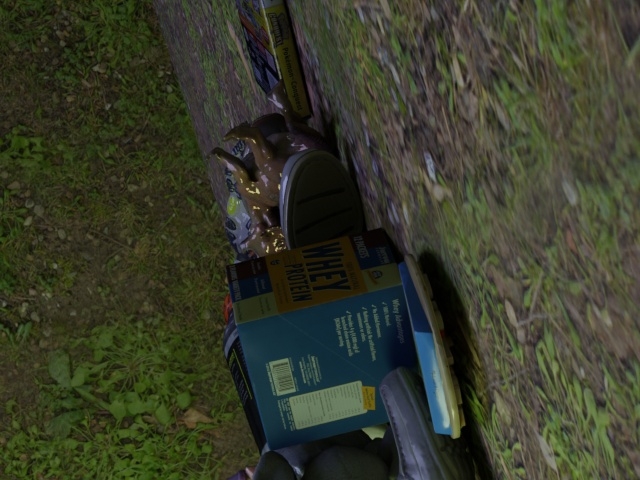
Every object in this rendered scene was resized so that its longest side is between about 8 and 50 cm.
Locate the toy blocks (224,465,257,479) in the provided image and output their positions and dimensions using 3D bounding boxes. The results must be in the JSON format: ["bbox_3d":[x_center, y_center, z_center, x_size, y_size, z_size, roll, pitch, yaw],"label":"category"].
[{"bbox_3d":[-0.056,0.442,2.253,0.288,0.260,0.308,96,169,-68],"label":"toy blocks"}]

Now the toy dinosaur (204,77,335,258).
[{"bbox_3d":[-0.042,-0.092,1.744,0.200,0.127,0.296,44,147,-4],"label":"toy dinosaur"}]

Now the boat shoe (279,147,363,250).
[{"bbox_3d":[0.000,0.000,1.699,0.103,0.113,0.302,-129,21,-53],"label":"boat shoe"}]

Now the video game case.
[{"bbox_3d":[-0.085,-0.323,1.855,0.275,0.035,0.248,-124,19,-65],"label":"video game case"}]

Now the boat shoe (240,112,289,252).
[{"bbox_3d":[-0.072,-0.083,1.983,0.324,0.123,0.116,86,167,-49],"label":"boat shoe"}]

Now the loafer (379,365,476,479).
[{"bbox_3d":[0.126,0.299,1.432,0.112,0.111,0.319,25,-138,-61],"label":"loafer"}]

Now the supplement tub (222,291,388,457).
[{"bbox_3d":[-0.035,0.222,2.052,0.207,0.207,0.338,85,165,-55],"label":"supplement tub"}]

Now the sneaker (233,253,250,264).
[{"bbox_3d":[-0.086,0.019,2.462,0.121,0.079,0.217,-69,-22,0],"label":"sneaker"}]

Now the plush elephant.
[{"bbox_3d":[0.030,0.336,1.641,0.255,0.272,0.330,-118,16,-71],"label":"plush elephant"}]

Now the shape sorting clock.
[{"bbox_3d":[0.124,0.114,1.374,0.206,0.040,0.206,-12,-90,-88],"label":"shape sorting clock"}]

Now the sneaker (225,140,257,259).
[{"bbox_3d":[-0.098,-0.093,2.152,0.107,0.110,0.275,32,137,17],"label":"sneaker"}]

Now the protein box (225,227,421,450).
[{"bbox_3d":[0.007,0.121,1.547,0.136,0.201,0.199,-108,5,-59],"label":"protein box"}]
